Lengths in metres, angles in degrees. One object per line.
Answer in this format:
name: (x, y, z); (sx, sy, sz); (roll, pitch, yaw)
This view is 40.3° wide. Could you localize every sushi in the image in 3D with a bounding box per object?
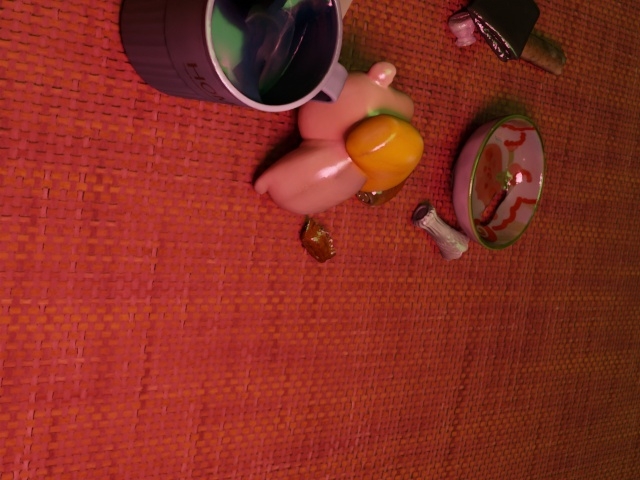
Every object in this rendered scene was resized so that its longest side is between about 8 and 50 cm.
sushi: (-0.003, -0.001, 1.837); (0.060, 0.061, 0.118); (-57, 149, -25)

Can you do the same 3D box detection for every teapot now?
teapot: (0.329, -0.488, 2.000); (0.083, 0.064, 0.064); (-71, 148, -46)

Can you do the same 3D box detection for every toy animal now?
toy animal: (0.045, -0.208, 1.743); (0.277, 0.345, 0.247); (0, 66, -59)

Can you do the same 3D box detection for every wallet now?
wallet: (0.423, -0.524, 2.002); (0.168, 0.052, 0.245); (46, 48, -14)

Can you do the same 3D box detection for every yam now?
yam: (0.495, -0.478, 2.127); (0.317, 0.067, 0.071); (15, 92, -39)

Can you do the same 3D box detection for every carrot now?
carrot: (0.156, -0.149, 1.914); (0.193, 0.087, 0.087); (-42, 123, -27)

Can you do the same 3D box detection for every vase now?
vase: (0.276, -0.024, 2.046); (0.148, 0.081, 0.081); (40, 74, -34)

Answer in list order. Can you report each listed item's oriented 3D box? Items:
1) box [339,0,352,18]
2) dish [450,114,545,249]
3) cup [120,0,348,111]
box: (0.004, -0.540, 1.626); (0.200, 0.065, 0.343); (56, 40, -33)
dish: (0.403, -0.147, 2.094); (0.324, 0.124, 0.324); (-17, 115, -43)
cup: (-0.134, -0.359, 1.479); (0.331, 0.311, 0.257); (-10, 106, -38)
